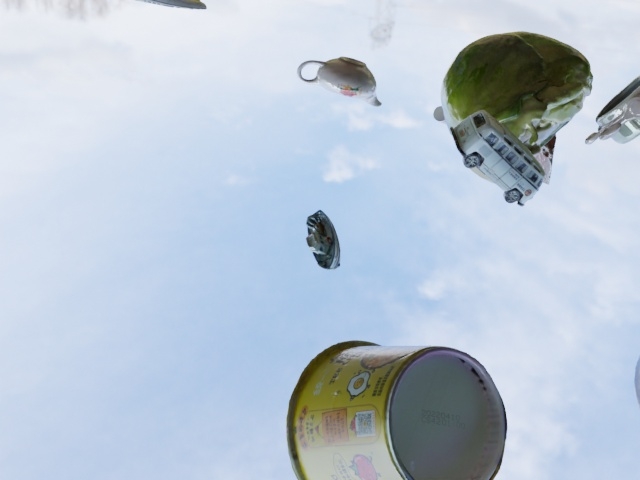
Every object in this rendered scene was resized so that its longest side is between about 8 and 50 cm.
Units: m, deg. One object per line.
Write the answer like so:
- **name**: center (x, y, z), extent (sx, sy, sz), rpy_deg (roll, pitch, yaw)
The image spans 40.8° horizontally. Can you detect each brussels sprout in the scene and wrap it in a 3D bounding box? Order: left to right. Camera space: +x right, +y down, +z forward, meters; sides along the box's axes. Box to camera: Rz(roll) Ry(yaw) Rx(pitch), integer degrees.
- **brussels sprout**: center (0.430, -0.311, 1.960), extent (0.314, 0.276, 0.371), rpy_deg (25, -117, 25)

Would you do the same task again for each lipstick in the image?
- **lipstick**: center (0.320, -0.304, 2.132), extent (0.038, 0.038, 0.130), rpy_deg (19, -172, 27)

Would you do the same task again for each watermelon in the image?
- **watermelon**: center (0.632, -0.284, 2.492), extent (0.139, 0.193, 0.257), rpy_deg (-3, -126, 15)

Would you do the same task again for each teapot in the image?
- **teapot**: center (0.054, -0.385, 2.035), extent (0.226, 0.092, 0.145), rpy_deg (12, -162, -16)

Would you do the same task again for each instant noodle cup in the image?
- **instant noodle cup**: center (0.139, 0.314, 1.448), extent (0.325, 0.326, 0.254), rpy_deg (-19, 179, -35)

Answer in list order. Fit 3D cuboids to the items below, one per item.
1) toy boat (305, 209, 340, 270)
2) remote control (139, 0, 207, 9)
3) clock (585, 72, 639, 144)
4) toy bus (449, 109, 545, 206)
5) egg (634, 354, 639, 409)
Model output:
- **toy boat**: center (0.000, 0.000, 1.648), extent (0.066, 0.059, 0.140), rpy_deg (22, -140, -44)
- **remote control**: center (-0.296, -0.450, 1.562), extent (0.073, 0.044, 0.229), rpy_deg (19, -164, 28)
- **clock**: center (0.508, -0.216, 1.370), extent (0.191, 0.062, 0.151), rpy_deg (-43, -179, -2)
- **toy bus**: center (0.318, -0.145, 1.514), extent (0.194, 0.089, 0.087), rpy_deg (37, -154, -26)
- **egg**: center (0.661, 0.235, 1.429), extent (0.238, 0.289, 0.238), rpy_deg (6, -115, -14)
